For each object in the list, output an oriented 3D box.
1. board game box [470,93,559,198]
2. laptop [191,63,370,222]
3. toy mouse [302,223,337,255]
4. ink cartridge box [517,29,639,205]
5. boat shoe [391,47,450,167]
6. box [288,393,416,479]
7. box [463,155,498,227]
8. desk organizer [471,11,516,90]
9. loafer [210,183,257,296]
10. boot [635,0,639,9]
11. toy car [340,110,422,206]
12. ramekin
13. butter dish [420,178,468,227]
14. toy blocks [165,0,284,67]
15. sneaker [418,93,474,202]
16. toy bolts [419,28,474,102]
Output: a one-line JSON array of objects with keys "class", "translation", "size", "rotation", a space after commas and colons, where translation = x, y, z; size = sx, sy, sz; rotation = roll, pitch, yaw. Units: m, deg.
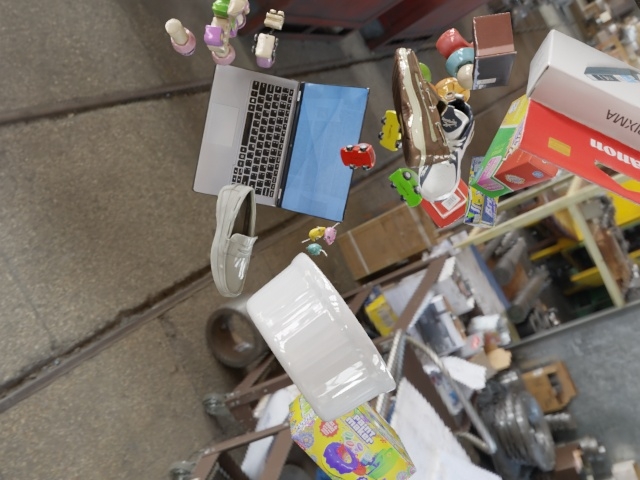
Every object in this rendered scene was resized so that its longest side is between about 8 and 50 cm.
[{"class": "board game box", "translation": [0.461, -0.229, 1.583], "size": [0.064, 0.316, 0.242], "rotation": [29, 81, -6]}, {"class": "laptop", "translation": [-0.121, -0.282, 2.060], "size": [0.408, 0.236, 0.381], "rotation": [10, 94, -15]}, {"class": "toy mouse", "translation": [0.000, 0.000, 2.392], "size": [0.031, 0.161, 0.143], "rotation": [43, 22, -33]}, {"class": "ink cartridge box", "translation": [0.418, -0.148, 0.966], "size": [0.296, 0.066, 0.261], "rotation": [25, 40, 1]}, {"class": "boat shoe", "translation": [0.199, -0.259, 1.415], "size": [0.095, 0.095, 0.257], "rotation": [102, -17, -71]}, {"class": "box", "translation": [0.077, 0.524, 1.951], "size": [0.290, 0.177, 0.279], "rotation": [47, -1, -5]}, {"class": "box", "translation": [0.398, -0.119, 1.775], "size": [0.059, 0.054, 0.168], "rotation": [13, 84, -38]}, {"class": "desk organizer", "translation": [0.209, -0.230, 0.893], "size": [0.130, 0.047, 0.050], "rotation": [24, 60, -79]}, {"class": "loafer", "translation": [-0.235, 0.001, 2.029], "size": [0.112, 0.111, 0.319], "rotation": [-1, 93, -50]}, {"class": "boot", "translation": [0.618, -0.629, 1.222], "size": [0.445, 0.367, 0.146], "rotation": [28, 22, -38]}, {"class": "toy car", "translation": [0.180, -0.185, 1.776], "size": [0.053, 0.239, 0.225], "rotation": [-36, 91, -40]}, {"class": "ramekin", "translation": [-0.007, 0.170, 1.224], "size": [0.277, 0.135, 0.277], "rotation": [55, -6, 9]}, {"class": "butter dish", "translation": [0.427, -0.130, 2.460], "size": [0.160, 0.160, 0.118], "rotation": [54, 1, 18]}, {"class": "toy blocks", "translation": [-0.233, -0.617, 2.002], "size": [0.260, 0.309, 0.288], "rotation": [61, 42, -84]}, {"class": "sneaker", "translation": [0.265, -0.208, 1.535], "size": [0.235, 0.094, 0.153], "rotation": [-59, 155, -22]}, {"class": "toy bolts", "translation": [0.325, -0.376, 1.802], "size": [0.218, 0.228, 0.158], "rotation": [18, 43, -30]}]
